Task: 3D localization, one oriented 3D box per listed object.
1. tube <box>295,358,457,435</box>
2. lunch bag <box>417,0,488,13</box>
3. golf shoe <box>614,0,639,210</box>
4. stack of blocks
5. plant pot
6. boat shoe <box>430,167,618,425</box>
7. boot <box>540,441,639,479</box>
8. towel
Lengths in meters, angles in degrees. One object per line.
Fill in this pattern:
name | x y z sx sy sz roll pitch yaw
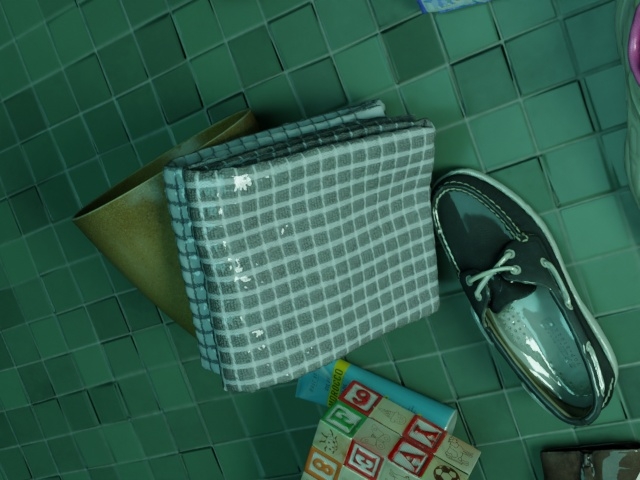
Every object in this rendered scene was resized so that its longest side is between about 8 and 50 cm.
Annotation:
tube | 0.064 0.195 0.979 0.207 0.052 0.080 18 105 23
lunch bag | 0.144 -0.304 0.782 0.128 0.096 0.151 -4 131 26
golf shoe | 0.329 -0.104 0.725 0.115 0.140 0.306 -12 100 25
stack of blocks | 0.059 0.338 0.962 0.171 0.087 0.297 27 125 18
plant pot | -0.119 0.016 0.928 0.237 0.237 0.254 -23 106 28
boat shoe | 0.213 0.056 0.845 0.114 0.091 0.303 -41 84 29
boot | 0.282 0.343 0.914 0.248 0.090 0.207 -18 83 31
towel | 0.000 0.000 0.810 0.121 0.283 0.235 20 124 57
